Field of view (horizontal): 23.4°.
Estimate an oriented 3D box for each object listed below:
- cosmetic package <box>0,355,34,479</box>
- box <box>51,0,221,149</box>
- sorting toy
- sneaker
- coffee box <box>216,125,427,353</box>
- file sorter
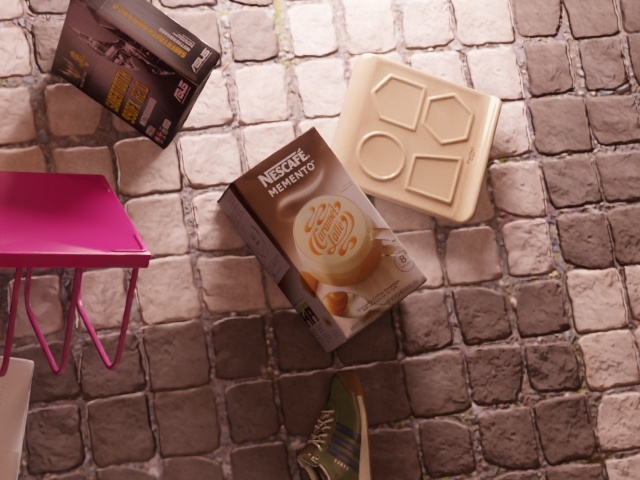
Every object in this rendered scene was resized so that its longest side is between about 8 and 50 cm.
[{"bbox_3d":[-0.539,0.257,1.776,0.377,0.097,0.284,10,72,-12],"label":"cosmetic package"},{"bbox_3d":[-0.232,-0.219,1.903,0.183,0.231,0.056,35,67,-4],"label":"box"},{"bbox_3d":[0.124,-0.135,2.079,0.208,0.038,0.193,17,73,-5],"label":"sorting toy"},{"bbox_3d":[0.012,0.259,1.932,0.086,0.064,0.192,-2,80,-20],"label":"sneaker"},{"bbox_3d":[0.000,0.000,1.977,0.141,0.098,0.246,-36,87,-20],"label":"coffee box"},{"bbox_3d":[-0.375,0.043,1.776,0.291,0.202,0.182,1,118,-26],"label":"file sorter"}]
